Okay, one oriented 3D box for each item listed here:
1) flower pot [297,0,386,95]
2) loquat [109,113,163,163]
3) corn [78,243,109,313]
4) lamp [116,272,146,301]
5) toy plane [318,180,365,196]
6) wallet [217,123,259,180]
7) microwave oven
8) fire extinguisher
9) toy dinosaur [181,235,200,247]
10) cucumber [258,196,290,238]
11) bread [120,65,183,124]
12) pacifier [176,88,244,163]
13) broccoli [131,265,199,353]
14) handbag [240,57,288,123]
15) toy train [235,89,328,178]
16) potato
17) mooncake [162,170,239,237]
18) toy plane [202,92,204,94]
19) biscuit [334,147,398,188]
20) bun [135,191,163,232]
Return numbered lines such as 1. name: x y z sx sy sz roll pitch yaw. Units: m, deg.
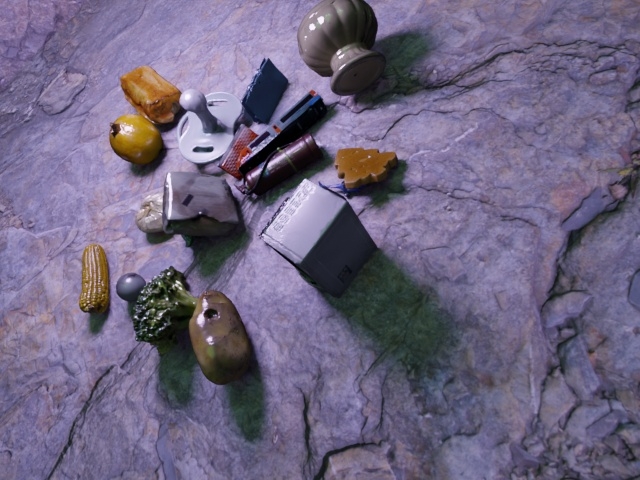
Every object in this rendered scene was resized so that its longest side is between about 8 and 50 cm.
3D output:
1. flower pot: 0.085 -0.670 1.543 0.307 0.307 0.244 -26 76 10
2. loquat: -0.782 -0.428 1.813 0.213 0.246 0.213 -5 77 21
3. corn: -0.861 0.140 1.667 0.102 0.102 0.313 -23 56 12
4. lamp: -0.684 0.168 1.573 0.105 0.105 0.105 -9 63 19
5. toy plane: 0.071 -0.182 1.453 0.167 0.054 0.062 -1 41 22
6. wallet: -0.303 -0.336 1.658 0.020 0.103 0.196 -1 59 61
7. microwave oven: 0.000 0.000 1.247 0.181 0.295 0.237 32 81 32
8. fire extinguisher: -0.162 -0.262 1.558 0.341 0.105 0.141 -30 37 7
9. toy dinosaur: -0.505 -0.100 1.641 0.120 0.079 0.292 -24 62 5
10. cucumber: -0.147 -0.072 1.491 0.053 0.053 0.181 37 86 32
11. bread: -0.752 -0.643 1.951 0.195 0.149 0.344 -36 58 -18
12. pacifier: -0.460 -0.472 1.681 0.288 0.269 0.343 1 64 15
13. broccoli: -0.477 0.231 1.431 0.245 0.248 0.288 23 62 -7
14. handbag: -0.223 -0.584 1.706 0.057 0.144 0.221 16 75 35
15. toy train: -0.154 -0.391 1.619 0.409 0.086 0.089 -40 58 1
16. potato: -0.304 0.288 1.306 0.141 0.191 0.296 -29 58 22
17. mooncake: -0.428 -0.122 1.540 0.136 0.250 0.254 -53 42 48
18. toy plane: -0.523 -0.593 1.899 0.111 0.040 0.102 -23 58 13
19. biscuit: 0.131 -0.248 1.437 0.212 0.041 0.238 -34 43 -16
20. bun: -0.628 -0.110 1.676 0.188 0.111 0.164 -17 64 12
